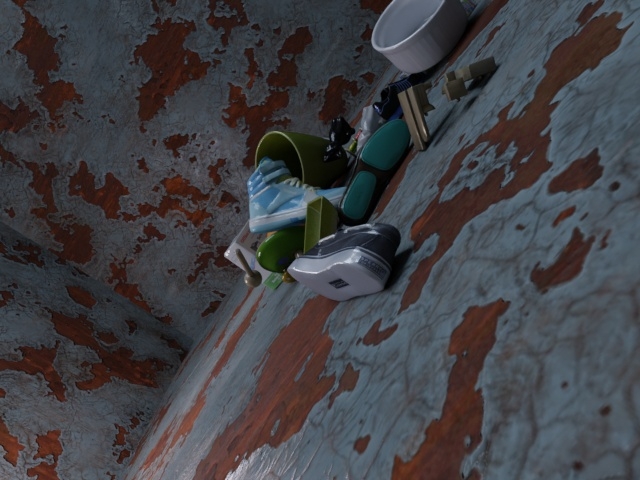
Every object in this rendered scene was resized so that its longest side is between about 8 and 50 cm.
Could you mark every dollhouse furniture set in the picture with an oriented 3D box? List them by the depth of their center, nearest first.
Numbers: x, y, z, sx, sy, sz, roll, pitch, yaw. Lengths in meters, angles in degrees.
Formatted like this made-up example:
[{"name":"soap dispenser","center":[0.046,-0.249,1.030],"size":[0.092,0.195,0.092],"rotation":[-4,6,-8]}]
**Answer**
[{"name":"dollhouse furniture set","center":[0.257,-0.262,0.944],"size":[0.151,0.123,0.144],"rotation":[-20,11,0]}]

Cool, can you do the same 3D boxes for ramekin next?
[{"name":"ramekin","center":[0.301,-0.641,1.446],"size":[0.277,0.135,0.277],"rotation":[-31,41,31]}]

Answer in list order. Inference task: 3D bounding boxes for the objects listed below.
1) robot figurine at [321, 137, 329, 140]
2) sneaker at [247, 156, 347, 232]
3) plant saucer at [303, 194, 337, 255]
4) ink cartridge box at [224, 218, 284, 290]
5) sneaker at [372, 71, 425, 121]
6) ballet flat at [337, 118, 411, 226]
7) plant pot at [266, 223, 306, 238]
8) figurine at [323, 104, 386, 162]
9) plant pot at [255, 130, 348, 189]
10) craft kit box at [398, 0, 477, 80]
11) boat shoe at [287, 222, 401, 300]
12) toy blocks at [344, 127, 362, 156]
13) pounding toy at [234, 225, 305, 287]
[{"name":"robot figurine","center":[-0.010,-0.309,2.066],"size":[0.278,0.173,0.209],"rotation":[-49,21,36]},{"name":"sneaker","center":[-0.069,-0.150,1.331],"size":[0.318,0.209,0.127],"rotation":[-14,-7,15]},{"name":"plant saucer","center":[0.000,0.000,1.109],"size":[0.188,0.045,0.189],"rotation":[175,99,-79]},{"name":"ink cartridge box","center":[-0.204,0.047,1.663],"size":[0.093,0.212,0.154],"rotation":[-49,11,34]},{"name":"sneaker","center":[0.249,-0.473,1.518],"size":[0.232,0.090,0.081],"rotation":[-57,10,-25]},{"name":"ballet flat","center":[0.115,-0.155,1.117],"size":[0.281,0.095,0.096],"rotation":[-58,-3,-12]},{"name":"plant pot","center":[-0.081,-0.055,1.517],"size":[0.205,0.205,0.188],"rotation":[-93,22,-75]},{"name":"figurine","center":[0.118,-0.364,1.688],"size":[0.214,0.092,0.210],"rotation":[-13,39,30]},{"name":"plant pot","center":[-0.045,-0.285,1.802],"size":[0.293,0.275,0.275],"rotation":[-19,-18,-40]},{"name":"craft kit box","center":[0.385,-0.660,1.612],"size":[0.250,0.060,0.246],"rotation":[-56,6,0]},{"name":"boat shoe","center":[0.036,0.030,0.813],"size":[0.102,0.108,0.301],"rotation":[-59,12,-20]},{"name":"toy blocks","center":[0.158,-0.396,1.853],"size":[0.148,0.054,0.123],"rotation":[-54,8,8]},{"name":"pounding toy","center":[-0.103,0.067,1.358],"size":[0.236,0.110,0.183],"rotation":[-23,-32,-11]}]
